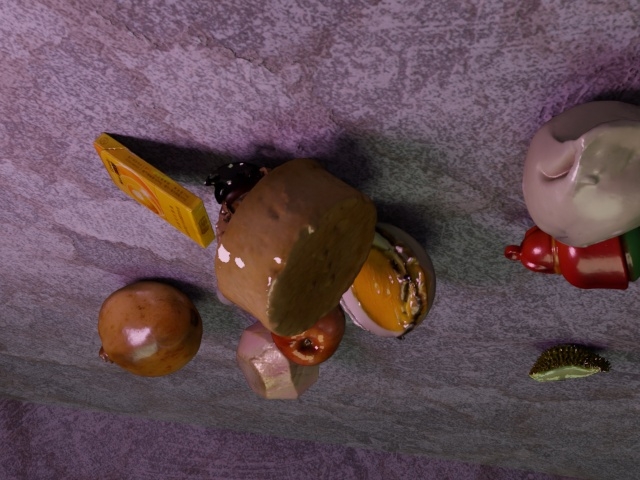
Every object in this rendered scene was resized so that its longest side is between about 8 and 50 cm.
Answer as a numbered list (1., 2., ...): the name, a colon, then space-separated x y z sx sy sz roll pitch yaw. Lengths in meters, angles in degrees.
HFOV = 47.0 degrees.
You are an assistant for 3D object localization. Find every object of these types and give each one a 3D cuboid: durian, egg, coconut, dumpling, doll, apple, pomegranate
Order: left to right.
1. pomegranate: -0.469 0.242 2.053 0.308 0.307 0.307 7 152 4
2. coconut: -0.113 0.333 2.150 0.259 0.259 0.259 7 152 4
3. apple: -0.031 0.232 1.961 0.210 0.164 0.209 1 117 3
4. egg: 0.161 0.063 1.613 0.264 0.174 0.286 42 145 27
5. durian: 0.690 0.332 2.038 0.221 0.095 0.137 -4 -175 19
6. doll: 0.539 0.014 1.416 0.363 0.160 0.182 -3 151 23
7. dumpling: 0.484 -0.093 1.179 0.316 0.233 0.395 5 166 3

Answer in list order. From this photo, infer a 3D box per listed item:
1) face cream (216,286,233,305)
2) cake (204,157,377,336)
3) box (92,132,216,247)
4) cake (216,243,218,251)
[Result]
1. face cream: -0.174 0.104 1.892 0.077 0.077 0.250 27 148 -30
2. cake: -0.099 -0.024 1.408 0.321 0.332 0.332 32 163 28
3. box: -0.332 -0.098 1.475 0.269 0.043 0.152 32 156 20
4. cake: -0.137 -0.005 1.644 0.225 0.109 0.090 -16 143 39
